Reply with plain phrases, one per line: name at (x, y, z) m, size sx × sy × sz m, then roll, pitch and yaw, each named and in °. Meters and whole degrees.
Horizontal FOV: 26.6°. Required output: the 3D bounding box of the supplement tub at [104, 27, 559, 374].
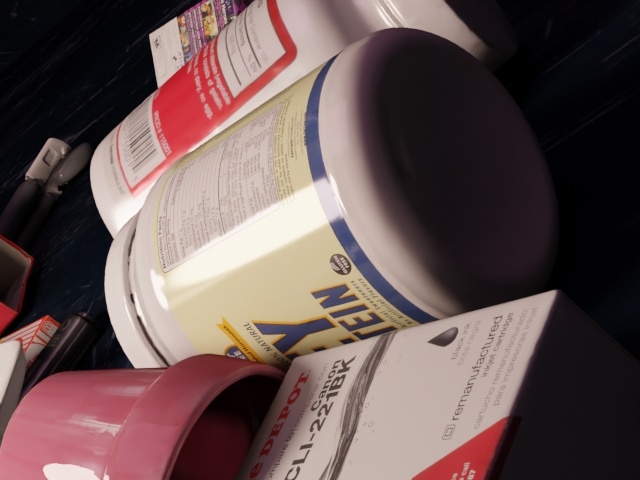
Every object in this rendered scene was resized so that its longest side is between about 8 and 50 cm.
supplement tub at (0.000, 0.000, 1.086) m, size 0.325 × 0.235 × 0.235 m, roll -29°, pitch 29°, yaw 41°

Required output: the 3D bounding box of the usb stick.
usb stick at (-0.372, 0.209, 1.700) m, size 0.278 × 0.045 × 0.077 m, roll -58°, pitch 18°, yaw -22°

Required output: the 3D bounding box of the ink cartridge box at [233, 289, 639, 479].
ink cartridge box at (0.059, 0.161, 0.865) m, size 0.273 × 0.114 × 0.197 m, roll -21°, pitch 35°, yaw 51°

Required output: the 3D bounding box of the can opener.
can opener at (-0.497, -0.077, 2.378) m, size 0.093 × 0.074 × 0.280 m, roll -21°, pitch 34°, yaw 48°

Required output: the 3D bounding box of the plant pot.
plant pot at (-0.131, 0.175, 1.011) m, size 0.180 × 0.201 × 0.201 m, roll 9°, pitch 55°, yaw 31°

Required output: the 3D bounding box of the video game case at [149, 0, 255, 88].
video game case at (-0.136, -0.184, 1.725) m, size 0.210 × 0.042 × 0.232 m, roll -19°, pitch 80°, yaw 53°

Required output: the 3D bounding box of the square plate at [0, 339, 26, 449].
square plate at (-0.467, 0.303, 1.611) m, size 0.347 × 0.049 × 0.344 m, roll -17°, pitch 55°, yaw 50°

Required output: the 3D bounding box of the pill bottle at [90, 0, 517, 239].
pill bottle at (-0.017, -0.126, 1.342) m, size 0.408 × 0.229 × 0.229 m, roll -38°, pitch 24°, yaw 24°

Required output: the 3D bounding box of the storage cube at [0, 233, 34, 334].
storage cube at (-0.588, 0.081, 2.107) m, size 0.193 × 0.215 × 0.183 m, roll -47°, pitch 21°, yaw 19°

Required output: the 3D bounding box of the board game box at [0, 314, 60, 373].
board game box at (-0.434, 0.192, 1.842) m, size 0.193 × 0.045 × 0.146 m, roll -25°, pitch 32°, yaw 45°
